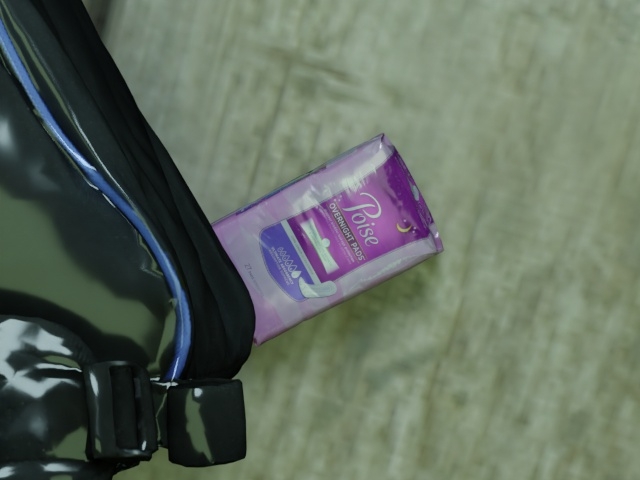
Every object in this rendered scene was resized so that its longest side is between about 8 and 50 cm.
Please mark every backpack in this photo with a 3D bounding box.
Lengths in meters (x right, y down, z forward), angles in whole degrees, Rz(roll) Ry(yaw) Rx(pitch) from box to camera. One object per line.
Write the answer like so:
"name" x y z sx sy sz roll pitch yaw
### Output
"backpack" -0.181 0.002 0.471 0.263 0.213 0.276 -31 83 6

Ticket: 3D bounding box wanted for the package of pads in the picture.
"package of pads" 0.000 0.000 0.541 0.083 0.032 0.050 -27 98 9
